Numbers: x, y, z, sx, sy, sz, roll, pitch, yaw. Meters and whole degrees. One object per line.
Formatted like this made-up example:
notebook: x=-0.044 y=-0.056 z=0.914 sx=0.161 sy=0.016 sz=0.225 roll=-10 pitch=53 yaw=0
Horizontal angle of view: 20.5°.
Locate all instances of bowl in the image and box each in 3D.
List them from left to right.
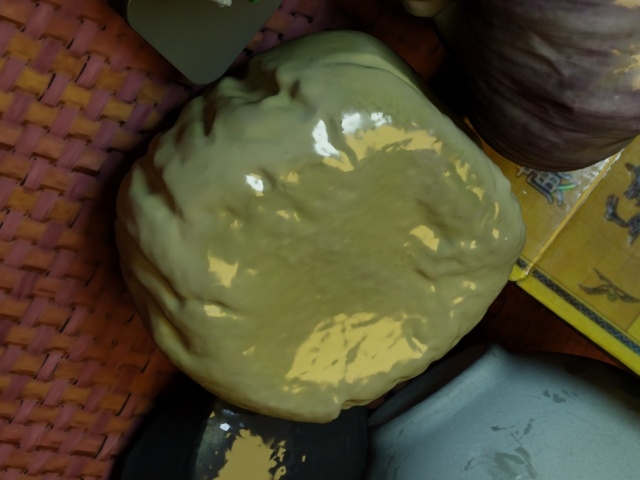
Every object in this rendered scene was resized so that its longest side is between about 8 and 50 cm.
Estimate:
bowl: x=0.113 y=0.157 z=1.215 sx=0.313 sy=0.146 sz=0.313 roll=-33 pitch=-177 yaw=2

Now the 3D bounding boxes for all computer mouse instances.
computer mouse: x=-0.058 y=0.199 z=1.147 sx=0.168 sy=0.087 sz=0.295 roll=-5 pitch=125 yaw=-47

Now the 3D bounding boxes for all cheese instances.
cheese: x=0.000 y=0.000 z=0.991 sx=0.214 sy=0.117 sz=0.226 roll=-40 pitch=125 yaw=2

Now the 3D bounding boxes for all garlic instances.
garlic: x=0.118 y=-0.152 z=0.960 sx=0.160 sy=0.245 sz=0.245 roll=-4 pitch=129 yaw=-3

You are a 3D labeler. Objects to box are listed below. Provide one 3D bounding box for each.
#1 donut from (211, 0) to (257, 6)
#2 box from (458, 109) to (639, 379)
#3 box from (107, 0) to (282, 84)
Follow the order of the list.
donut: x=-0.011 y=-0.231 z=0.802 sx=0.270 sy=0.103 sz=0.269 roll=-13 pitch=124 yaw=-20
box: x=0.225 y=-0.012 z=1.109 sx=0.193 sy=0.301 sz=0.084 roll=-53 pitch=178 yaw=0
box: x=-0.051 y=-0.150 z=0.924 sx=0.126 sy=0.031 sz=0.091 roll=-52 pitch=142 yaw=0
